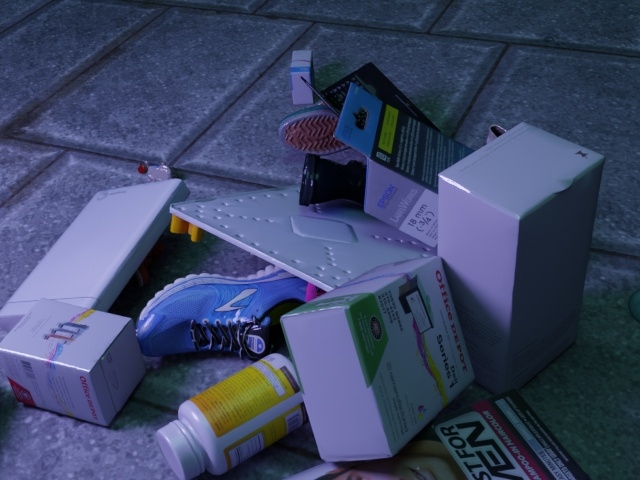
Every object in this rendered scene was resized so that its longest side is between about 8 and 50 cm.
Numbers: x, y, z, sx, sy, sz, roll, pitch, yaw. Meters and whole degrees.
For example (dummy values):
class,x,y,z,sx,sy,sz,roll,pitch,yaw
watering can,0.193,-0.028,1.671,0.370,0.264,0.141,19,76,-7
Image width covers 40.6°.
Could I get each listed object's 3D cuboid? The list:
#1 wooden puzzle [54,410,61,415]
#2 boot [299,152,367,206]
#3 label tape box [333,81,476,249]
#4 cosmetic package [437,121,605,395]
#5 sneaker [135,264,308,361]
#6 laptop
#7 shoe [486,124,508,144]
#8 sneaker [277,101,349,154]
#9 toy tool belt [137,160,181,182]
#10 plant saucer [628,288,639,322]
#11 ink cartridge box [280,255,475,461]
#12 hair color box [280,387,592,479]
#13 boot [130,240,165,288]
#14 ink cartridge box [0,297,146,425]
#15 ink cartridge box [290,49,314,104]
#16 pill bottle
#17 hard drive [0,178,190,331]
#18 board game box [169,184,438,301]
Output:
class,x,y,z,sx,sy,sz,roll,pitch,yaw
wooden puzzle,-0.393,0.254,1.399,0.083,0.006,0.049,-19,40,-16
boot,0.068,-0.107,1.633,0.207,0.094,0.246,9,11,0
label tape box,0.163,-0.121,1.550,0.334,0.106,0.240,27,33,-7
cosmetic package,0.291,0.036,1.295,0.197,0.365,0.155,-30,44,-29
sneaker,-0.141,0.130,1.426,0.330,0.129,0.147,-15,36,-11
laptop,0.111,-0.281,1.808,0.264,0.136,0.234,-36,76,-29
shoe,0.413,-0.172,1.796,0.077,0.058,0.219,-20,40,-17
sneaker,0.035,-0.273,1.947,0.302,0.108,0.121,-12,37,-20
toy tool belt,-0.350,-0.148,1.884,0.083,0.052,0.051,14,10,19
plant saucer,0.579,0.107,1.446,0.119,0.021,0.119,-4,38,3
ink cartridge box,0.089,0.152,1.193,0.117,0.201,0.278,-14,5,34
hair color box,0.140,0.349,1.119,0.375,0.113,0.185,-19,39,-15
boot,-0.334,0.029,1.641,0.085,0.059,0.158,-12,37,-15
ink cartridge box,-0.389,0.190,1.368,0.176,0.128,0.127,11,41,19
ink cartridge box,-0.043,-0.403,2.129,0.052,0.088,0.122,-4,38,3
pill bottle,-0.125,0.261,1.263,0.215,0.117,0.117,-26,42,-25
hard drive,-0.413,0.023,1.592,0.233,0.047,0.353,-6,38,31
board game box,0.000,0.000,1.521,0.390,0.050,0.390,25,23,33
